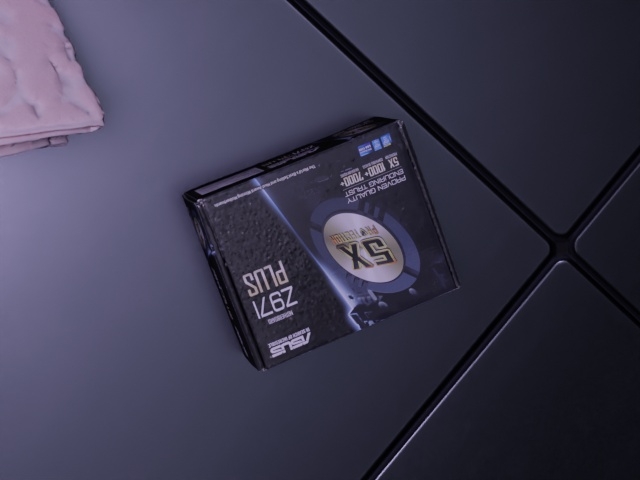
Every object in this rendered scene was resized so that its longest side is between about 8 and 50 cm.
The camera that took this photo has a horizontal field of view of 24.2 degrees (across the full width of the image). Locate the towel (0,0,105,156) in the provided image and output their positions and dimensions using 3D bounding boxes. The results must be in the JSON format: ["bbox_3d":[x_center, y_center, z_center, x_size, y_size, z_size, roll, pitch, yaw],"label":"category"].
[{"bbox_3d":[-0.331,-0.188,0.974,0.317,0.053,0.332,-13,72,-48],"label":"towel"}]

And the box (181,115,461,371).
[{"bbox_3d":[0.000,0.000,1.201,0.180,0.077,0.147,-22,101,-10],"label":"box"}]
